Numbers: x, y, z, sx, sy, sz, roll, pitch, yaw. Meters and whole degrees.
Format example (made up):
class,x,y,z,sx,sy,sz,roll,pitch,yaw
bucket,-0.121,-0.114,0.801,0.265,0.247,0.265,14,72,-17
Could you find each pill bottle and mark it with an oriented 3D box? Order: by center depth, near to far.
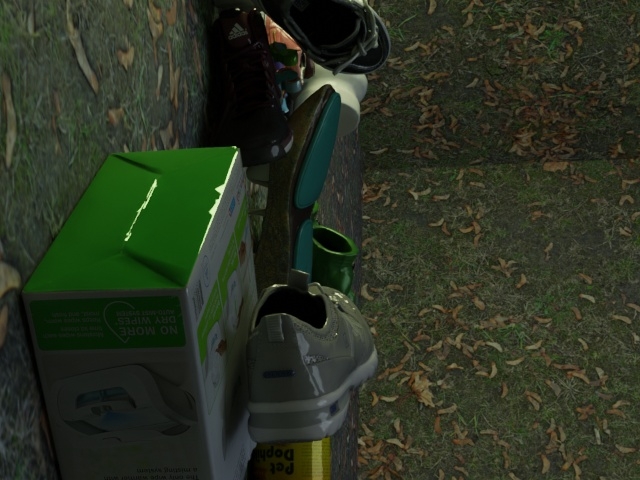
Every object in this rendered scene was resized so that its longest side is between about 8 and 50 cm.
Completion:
class,x,y,z,sx,sy,sz,roll,pitch,yaw
pill bottle,-0.043,0.343,1.659,0.117,0.117,0.215,63,25,-76
pill bottle,0.014,-0.354,2.244,0.162,0.162,0.278,77,12,-61

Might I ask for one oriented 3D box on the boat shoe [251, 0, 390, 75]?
class,x,y,z,sx,sy,sz,roll,pitch,yaw
boat shoe,0.024,-0.284,1.504,0.105,0.113,0.306,48,8,31

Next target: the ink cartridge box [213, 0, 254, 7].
class,x,y,z,sx,sy,sz,roll,pitch,yaw
ink cartridge box,-0.121,-0.379,1.454,0.135,0.056,0.099,72,16,-70

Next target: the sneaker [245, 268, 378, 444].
class,x,y,z,sx,sy,sz,roll,pitch,yaw
sneaker,-0.005,0.076,0.976,0.281,0.105,0.115,-77,163,-77

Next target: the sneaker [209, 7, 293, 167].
class,x,y,z,sx,sy,sz,roll,pitch,yaw
sneaker,-0.104,-0.208,1.437,0.281,0.106,0.163,-103,-178,-63

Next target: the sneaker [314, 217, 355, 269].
class,x,y,z,sx,sy,sz,roll,pitch,yaw
sneaker,0.000,0.000,2.153,0.087,0.130,0.228,58,29,-82

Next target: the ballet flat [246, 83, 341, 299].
class,x,y,z,sx,sy,sz,roll,pitch,yaw
ballet flat,-0.055,-0.050,1.544,0.123,0.123,0.349,-71,170,-74

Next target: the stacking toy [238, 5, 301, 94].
class,x,y,z,sx,sy,sz,roll,pitch,yaw
stacking toy,-0.063,-0.251,1.659,0.221,0.052,0.167,-121,-162,-49

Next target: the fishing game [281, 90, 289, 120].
class,x,y,z,sx,sy,sz,roll,pitch,yaw
fishing game,-0.066,-0.325,2.058,0.189,0.041,0.264,-76,163,-78

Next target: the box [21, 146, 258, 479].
class,x,y,z,sx,sy,sz,roll,pitch,yaw
box,-0.125,0.078,0.918,0.262,0.126,0.231,-81,168,-62

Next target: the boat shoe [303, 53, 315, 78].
class,x,y,z,sx,sy,sz,roll,pitch,yaw
boat shoe,-0.028,-0.410,2.130,0.073,0.073,0.207,167,-85,-72

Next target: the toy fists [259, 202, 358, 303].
class,x,y,z,sx,sy,sz,roll,pitch,yaw
toy fists,-0.021,0.031,1.716,0.279,0.096,0.142,48,-52,54

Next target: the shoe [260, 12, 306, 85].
class,x,y,z,sx,sy,sz,roll,pitch,yaw
shoe,-0.065,-0.331,1.861,0.063,0.081,0.178,75,14,-66
